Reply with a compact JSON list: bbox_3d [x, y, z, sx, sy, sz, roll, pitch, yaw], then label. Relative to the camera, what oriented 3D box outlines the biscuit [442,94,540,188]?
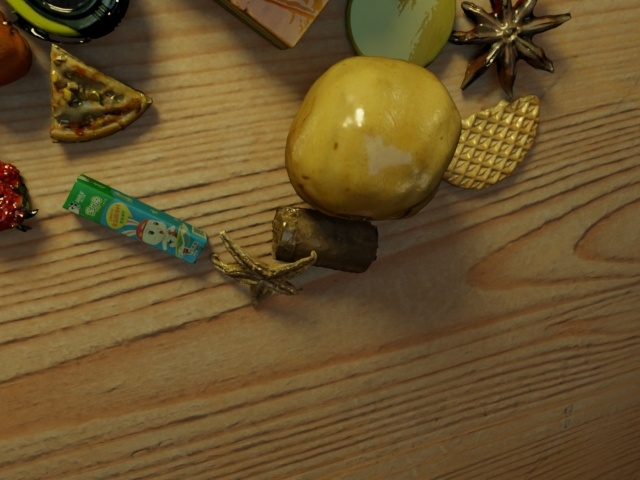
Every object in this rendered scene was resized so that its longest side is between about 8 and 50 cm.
[{"bbox_3d":[0.405,-0.225,1.060,0.309,0.040,0.204,-19,118,-10],"label":"biscuit"}]

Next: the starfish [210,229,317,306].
[{"bbox_3d":[-0.130,0.063,0.921,0.231,0.047,0.295,33,143,-19],"label":"starfish"}]

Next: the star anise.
[{"bbox_3d":[0.393,-0.448,0.933,0.289,0.088,0.287,-2,114,-4],"label":"star anise"}]

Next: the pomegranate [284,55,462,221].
[{"bbox_3d":[0.092,-0.186,0.813,0.333,0.332,0.332,-7,115,-16],"label":"pomegranate"}]

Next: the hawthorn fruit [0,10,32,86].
[{"bbox_3d":[-0.518,-0.298,0.667,0.128,0.128,0.127,-7,115,-16],"label":"hawthorn fruit"}]

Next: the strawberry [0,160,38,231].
[{"bbox_3d":[-0.596,-0.081,0.751,0.141,0.085,0.192,-22,116,-7],"label":"strawberry"}]

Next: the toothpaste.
[{"bbox_3d":[-0.360,-0.037,0.870,0.267,0.050,0.065,28,104,-27],"label":"toothpaste"}]

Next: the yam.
[{"bbox_3d":[0.001,0.000,0.970,0.239,0.128,0.129,8,76,-28],"label":"yam"}]

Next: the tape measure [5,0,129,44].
[{"bbox_3d":[-0.395,-0.401,0.667,0.199,0.112,0.186,-39,112,7],"label":"tape measure"}]

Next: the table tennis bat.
[{"bbox_3d":[0.196,-0.509,0.859,0.224,0.054,0.368,26,105,-20],"label":"table tennis bat"}]

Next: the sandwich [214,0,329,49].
[{"bbox_3d":[-0.087,-0.439,0.753,0.187,0.117,0.144,30,98,-26],"label":"sandwich"}]

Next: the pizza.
[{"bbox_3d":[-0.388,-0.249,0.740,0.185,0.036,0.176,-19,146,-17],"label":"pizza"}]
